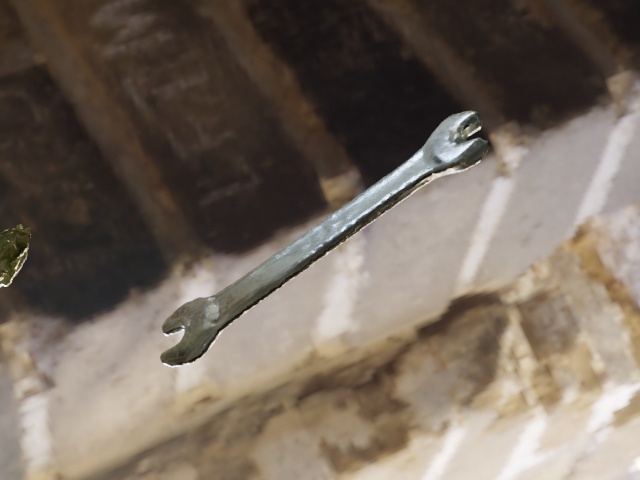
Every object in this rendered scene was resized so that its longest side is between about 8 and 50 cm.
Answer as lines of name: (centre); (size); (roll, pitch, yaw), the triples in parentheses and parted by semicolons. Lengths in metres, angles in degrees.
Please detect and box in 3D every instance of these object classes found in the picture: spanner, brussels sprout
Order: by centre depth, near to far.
spanner: (0.000, 0.000, 1.177); (0.017, 0.302, 0.071); (51, -172, -31)
brussels sprout: (-0.288, 0.014, 1.343); (0.085, 0.085, 0.058); (-168, 80, -67)
